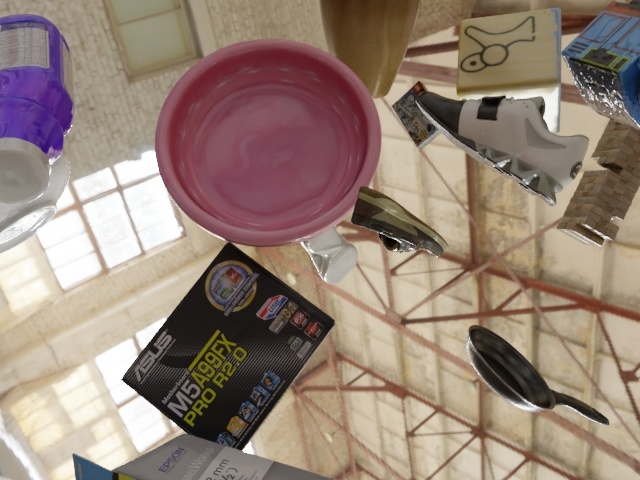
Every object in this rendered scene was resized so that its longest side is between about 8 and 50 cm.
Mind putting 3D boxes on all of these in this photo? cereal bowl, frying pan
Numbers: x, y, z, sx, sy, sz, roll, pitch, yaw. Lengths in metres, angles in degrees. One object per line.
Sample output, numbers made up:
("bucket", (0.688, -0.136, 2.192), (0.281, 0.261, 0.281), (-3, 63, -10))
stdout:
("cereal bowl", (-0.623, -0.070, 1.161), (0.141, 0.339, 0.339), (51, -29, -2))
("frying pan", (0.385, 0.254, 1.123), (0.053, 0.326, 0.197), (-51, -142, 20))

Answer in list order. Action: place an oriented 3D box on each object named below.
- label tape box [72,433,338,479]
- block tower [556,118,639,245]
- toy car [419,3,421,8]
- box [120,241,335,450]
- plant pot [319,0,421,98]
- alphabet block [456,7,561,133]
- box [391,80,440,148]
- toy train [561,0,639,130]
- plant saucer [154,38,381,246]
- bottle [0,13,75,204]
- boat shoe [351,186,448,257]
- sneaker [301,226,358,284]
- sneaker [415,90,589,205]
("label tape box", (-0.158, 0.408, 0.832), (0.347, 0.115, 0.249), (11, -66, 20))
("block tower", (0.667, -0.154, 1.367), (0.097, 0.335, 0.091), (26, -3, -14))
("toy car", (0.159, -0.651, 1.534), (0.225, 0.239, 0.053), (32, 4, -23))
("box", (-0.139, 0.172, 0.942), (0.216, 0.270, 0.060), (37, -8, 7))
("plant pot", (0.106, -0.466, 1.384), (0.237, 0.237, 0.254), (34, -45, 40))
("alphabet block", (0.398, -0.342, 1.260), (0.197, 0.192, 0.193), (1, -24, 21))
("box", (0.243, -0.305, 1.464), (0.094, 0.027, 0.137), (-39, -115, 30))
("toy train", (0.249, -0.113, 0.381), (0.080, 0.105, 0.184), (39, 9, -35))
("plant saucer", (-0.076, -0.143, 0.910), (0.332, 0.332, 0.084), (53, -9, 14))
("bottle", (-0.335, -0.152, 0.665), (0.092, 0.118, 0.283), (80, -11, -46))
("boat shoe", (0.088, -0.011, 0.690), (0.152, 0.049, 0.056), (30, 2, -36))
("sneaker", (0.000, 0.000, 1.058), (0.094, 0.080, 0.212), (44, -8, 33))
("sneaker", (0.325, -0.207, 1.084), (0.330, 0.122, 0.146), (39, -80, 28))
